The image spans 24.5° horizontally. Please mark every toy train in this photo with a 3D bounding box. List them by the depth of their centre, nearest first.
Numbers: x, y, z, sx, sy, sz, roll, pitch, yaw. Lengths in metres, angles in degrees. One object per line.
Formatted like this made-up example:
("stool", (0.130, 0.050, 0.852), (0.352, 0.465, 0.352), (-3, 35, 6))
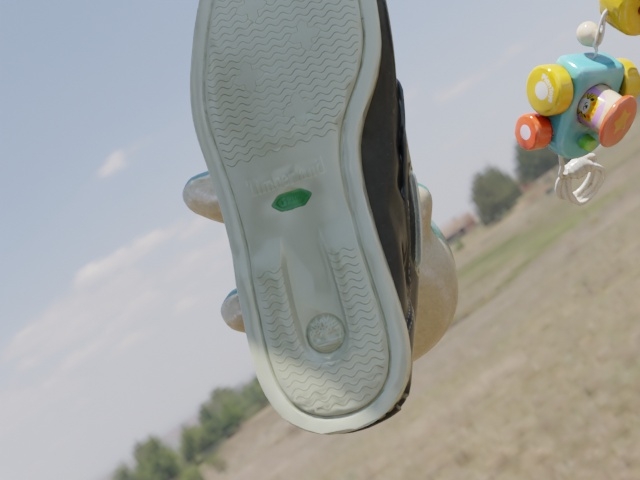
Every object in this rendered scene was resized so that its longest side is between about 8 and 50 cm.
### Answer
("toy train", (0.176, -0.088, 0.745), (0.166, 0.046, 0.125), (-49, -44, 2))

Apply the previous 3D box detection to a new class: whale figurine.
("whale figurine", (0.000, 0.000, 1.276), (0.216, 0.272, 0.141), (-34, 33, 19))

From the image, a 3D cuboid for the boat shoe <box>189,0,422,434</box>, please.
("boat shoe", (-0.001, -0.036, 0.619), (0.084, 0.233, 0.079), (-9, -8, 16))
